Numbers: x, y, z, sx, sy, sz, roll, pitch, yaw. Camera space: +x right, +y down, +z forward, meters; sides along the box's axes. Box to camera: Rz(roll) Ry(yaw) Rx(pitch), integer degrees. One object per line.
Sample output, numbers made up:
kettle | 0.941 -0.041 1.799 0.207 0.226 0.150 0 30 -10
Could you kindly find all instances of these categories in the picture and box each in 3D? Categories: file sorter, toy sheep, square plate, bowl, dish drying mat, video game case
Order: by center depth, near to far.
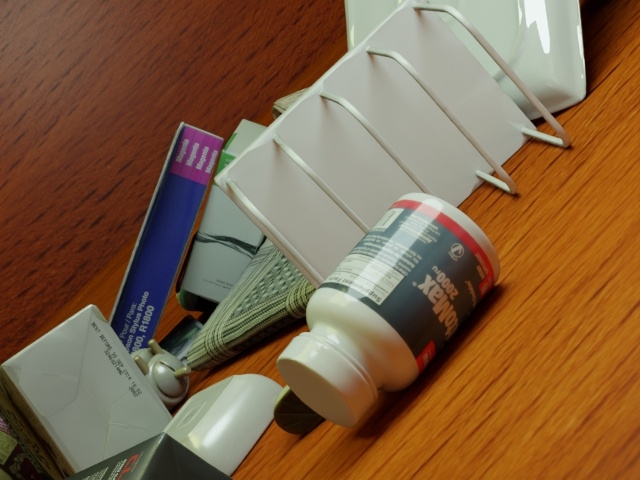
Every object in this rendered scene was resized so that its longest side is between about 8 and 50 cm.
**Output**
file sorter | 0.069 -0.073 1.407 0.277 0.193 0.173 -43 14 1
bowl | -0.109 0.187 1.416 0.142 0.053 0.142 -30 16 49
square plate | 0.135 -0.273 1.610 0.347 0.049 0.344 -18 69 48
toy sheep | -0.202 0.167 1.739 0.132 0.091 0.091 -19 25 46
video game case | -0.220 0.173 1.954 0.173 0.022 0.190 -44 10 -7
dish drying mat | -0.179 0.029 1.965 0.032 0.008 0.083 102 -176 -64

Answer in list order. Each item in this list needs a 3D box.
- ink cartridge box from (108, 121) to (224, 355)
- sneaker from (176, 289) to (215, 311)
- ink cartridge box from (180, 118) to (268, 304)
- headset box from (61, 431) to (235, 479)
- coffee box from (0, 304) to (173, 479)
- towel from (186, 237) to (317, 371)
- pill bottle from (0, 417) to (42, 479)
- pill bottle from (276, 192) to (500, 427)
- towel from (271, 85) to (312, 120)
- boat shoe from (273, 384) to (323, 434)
ink cartridge box | -0.208 0.011 1.899 0.330 0.071 0.324 -154 84 -82
sneaker | -0.130 0.044 2.074 0.162 0.063 0.073 -50 28 -8
ink cartridge box | -0.106 -0.036 1.938 0.153 0.086 0.208 -70 -1 -68
headset box | -0.170 0.276 1.052 0.293 0.110 0.218 -30 28 50
coffee box | -0.269 0.184 1.596 0.119 0.168 0.297 -35 2 -19
towel | 0.000 0.000 1.733 0.312 0.056 0.324 -31 15 48
pill bottle | -0.421 0.308 1.775 0.169 0.169 0.301 -40 11 17
pill bottle | 0.052 0.058 1.172 0.180 0.108 0.108 -48 12 -22
towel | 0.104 -0.215 1.931 0.331 0.053 0.317 -21 10 -3
boat shoe | 0.018 0.104 1.269 0.153 0.056 0.048 -48 14 14
